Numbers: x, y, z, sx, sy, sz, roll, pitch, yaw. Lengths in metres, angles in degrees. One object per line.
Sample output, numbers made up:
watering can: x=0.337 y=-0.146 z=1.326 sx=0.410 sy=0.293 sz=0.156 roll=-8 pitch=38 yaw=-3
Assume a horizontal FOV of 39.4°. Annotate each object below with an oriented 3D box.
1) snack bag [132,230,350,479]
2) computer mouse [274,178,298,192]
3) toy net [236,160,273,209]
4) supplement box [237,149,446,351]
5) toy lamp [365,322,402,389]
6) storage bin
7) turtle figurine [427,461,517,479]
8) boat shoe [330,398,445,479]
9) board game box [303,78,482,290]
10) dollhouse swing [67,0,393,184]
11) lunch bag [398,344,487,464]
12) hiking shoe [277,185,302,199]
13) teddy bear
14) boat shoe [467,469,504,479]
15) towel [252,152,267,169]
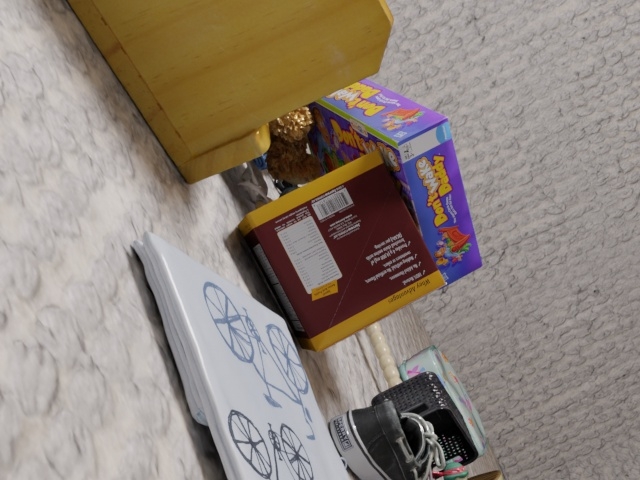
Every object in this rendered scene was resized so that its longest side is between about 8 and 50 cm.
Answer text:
snack bag: x=-0.042 y=0.182 z=0.830 sx=0.343 sy=0.037 sz=0.323 roll=65 pitch=8 yaw=25
computer mouse: x=-0.089 y=-0.188 z=1.790 sx=0.184 sy=0.060 sz=0.262 roll=54 pitch=22 yaw=-71
toy net: x=-0.077 y=-0.020 z=1.312 sx=0.232 sy=0.045 sz=0.122 roll=62 pitch=9 yaw=11
supplement box: x=0.024 y=0.017 z=1.168 sx=0.194 sy=0.191 sz=0.129 roll=63 pitch=-11 yaw=-1
toy lamp: x=0.109 y=0.194 z=1.686 sx=0.080 sy=0.080 sz=0.275 roll=53 pitch=13 yaw=-53
storage bin: x=0.177 y=0.319 z=1.511 sx=0.180 sy=0.122 sz=0.084 roll=56 pitch=10 yaw=-41
turtle figurine: x=0.235 y=0.432 z=1.393 sx=0.118 sy=0.175 sz=0.234 roll=134 pitch=-56 yaw=-71
boat shoe: x=0.112 y=0.288 z=1.233 sx=0.306 sy=0.105 sz=0.113 roll=53 pitch=12 yaw=-51
board game box: x=0.085 y=-0.106 z=1.292 sx=0.347 sy=0.078 sz=0.233 roll=41 pitch=-26 yaw=56
dollhouse swing: x=-0.115 y=-0.303 z=1.050 sx=0.347 sy=0.305 sz=0.315 roll=58 pitch=8 yaw=-22
lunch bag: x=0.278 y=0.378 z=2.058 sx=0.279 sy=0.108 sz=0.224 roll=61 pitch=12 yaw=7
hiking shoe: x=0.000 y=0.000 z=1.644 sx=0.132 sy=0.113 sz=0.304 roll=21 pitch=-18 yaw=47
teddy bear: x=-0.083 y=-0.226 z=1.323 sx=0.338 sy=0.113 sz=0.245 roll=62 pitch=3 yaw=-25
boat shoe: x=0.282 y=0.511 z=1.610 sx=0.110 sy=0.121 sz=0.341 roll=67 pitch=18 yaw=2
towel: x=-0.094 y=-0.167 z=1.632 sx=0.067 sy=0.029 sz=0.119 roll=63 pitch=28 yaw=-3
